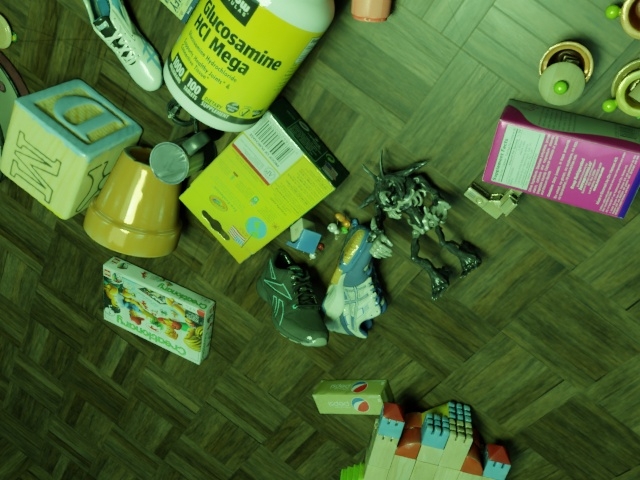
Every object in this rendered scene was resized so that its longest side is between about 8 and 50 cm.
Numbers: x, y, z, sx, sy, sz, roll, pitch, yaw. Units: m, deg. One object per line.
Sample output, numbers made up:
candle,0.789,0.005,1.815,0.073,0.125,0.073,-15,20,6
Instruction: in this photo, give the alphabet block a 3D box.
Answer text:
alphabet block,-0.540,-0.200,1.288,0.193,0.192,0.197,39,126,2

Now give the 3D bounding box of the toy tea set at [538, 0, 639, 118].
toy tea set,0.469,-0.263,0.802,0.336,0.124,0.200,-30,102,35

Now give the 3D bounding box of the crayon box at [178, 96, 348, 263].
crayon box,-0.124,-0.111,1.206,0.319,0.081,0.202,-35,99,36

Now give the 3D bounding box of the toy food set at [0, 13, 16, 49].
toy food set,-0.718,-0.467,1.319,0.083,0.020,0.082,-6,116,28

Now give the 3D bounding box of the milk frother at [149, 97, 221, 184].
milk frother,-0.288,-0.204,1.194,0.143,0.134,0.129,36,113,0

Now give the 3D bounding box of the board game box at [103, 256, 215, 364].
board game box,-0.424,0.182,1.541,0.306,0.053,0.192,22,126,13

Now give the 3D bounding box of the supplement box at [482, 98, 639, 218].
supplement box,0.382,-0.133,0.930,0.220,0.111,0.113,19,125,15

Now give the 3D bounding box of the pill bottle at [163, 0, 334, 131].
pill bottle,-0.099,-0.349,0.947,0.188,0.188,0.334,43,126,-3

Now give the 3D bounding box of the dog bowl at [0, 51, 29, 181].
dog bowl,-0.855,-0.311,1.399,0.408,0.150,0.407,11,122,19

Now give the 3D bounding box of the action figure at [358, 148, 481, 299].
action figure,0.170,-0.032,1.074,0.164,0.141,0.275,-37,99,25

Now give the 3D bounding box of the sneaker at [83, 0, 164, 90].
sneaker,-0.394,-0.399,1.164,0.085,0.086,0.237,-18,110,31

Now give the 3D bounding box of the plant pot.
plant pot,-0.387,-0.094,1.285,0.205,0.205,0.187,26,111,10

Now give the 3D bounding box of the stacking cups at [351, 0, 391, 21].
stacking cups,0.097,-0.491,0.877,0.096,0.096,0.316,14,127,18

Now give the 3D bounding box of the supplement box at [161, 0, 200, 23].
supplement box,-0.237,-0.444,1.061,0.083,0.083,0.056,43,127,-3

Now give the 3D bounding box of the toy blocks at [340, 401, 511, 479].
toy blocks,0.257,0.473,1.317,0.382,0.190,0.260,13,118,3

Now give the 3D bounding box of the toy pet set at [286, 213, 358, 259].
toy pet set,0.000,0.000,1.187,0.114,0.065,0.122,19,138,-35

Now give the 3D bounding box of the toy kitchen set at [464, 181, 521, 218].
toy kitchen set,0.302,-0.084,1.024,0.075,0.068,0.083,37,127,2

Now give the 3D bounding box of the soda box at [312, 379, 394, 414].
soda box,0.076,0.371,1.409,0.182,0.058,0.061,-8,114,29

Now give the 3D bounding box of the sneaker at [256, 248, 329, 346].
sneaker,-0.058,0.118,1.239,0.267,0.101,0.106,45,121,47

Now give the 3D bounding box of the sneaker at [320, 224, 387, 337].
sneaker,0.086,0.088,1.216,0.131,0.111,0.296,20,137,3
